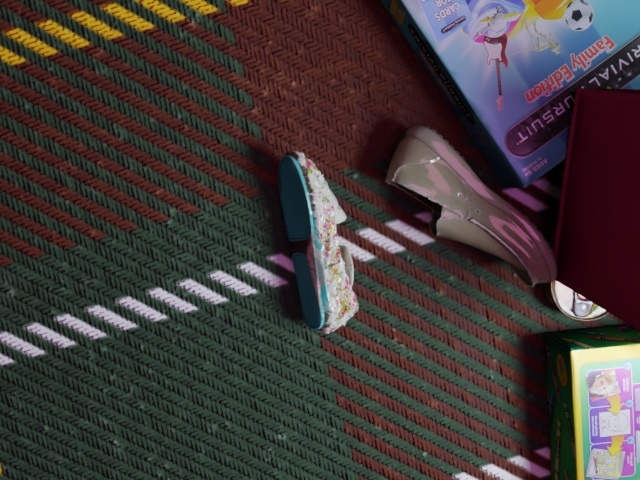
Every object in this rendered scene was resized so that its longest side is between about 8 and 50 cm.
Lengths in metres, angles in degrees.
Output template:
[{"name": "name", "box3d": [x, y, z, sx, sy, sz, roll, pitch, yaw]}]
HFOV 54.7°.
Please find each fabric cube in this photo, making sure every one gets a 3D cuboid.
[{"name": "fabric cube", "box3d": [0.451, -0.035, 0.685, 0.258, 0.258, 0.254, -3, 105, -11]}]

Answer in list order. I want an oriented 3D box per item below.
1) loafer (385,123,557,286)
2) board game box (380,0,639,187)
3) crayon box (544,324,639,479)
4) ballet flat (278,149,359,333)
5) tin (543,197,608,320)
[{"name": "loafer", "box3d": [0.188, -0.030, 0.800, 0.268, 0.102, 0.092, 45, 92, 2]}, {"name": "board game box", "box3d": [0.257, -0.276, 0.785, 0.253, 0.079, 0.336, -36, 97, 0]}, {"name": "crayon box", "box3d": [0.410, 0.262, 0.851, 0.165, 0.081, 0.279, -5, 96, -4]}, {"name": "ballet flat", "box3d": [0.000, 0.000, 0.804, 0.077, 0.091, 0.241, -15, 103, -33]}, {"name": "tin", "box3d": [0.367, 0.014, 0.846, 0.106, 0.040, 0.190, 9, 96, -1]}]
